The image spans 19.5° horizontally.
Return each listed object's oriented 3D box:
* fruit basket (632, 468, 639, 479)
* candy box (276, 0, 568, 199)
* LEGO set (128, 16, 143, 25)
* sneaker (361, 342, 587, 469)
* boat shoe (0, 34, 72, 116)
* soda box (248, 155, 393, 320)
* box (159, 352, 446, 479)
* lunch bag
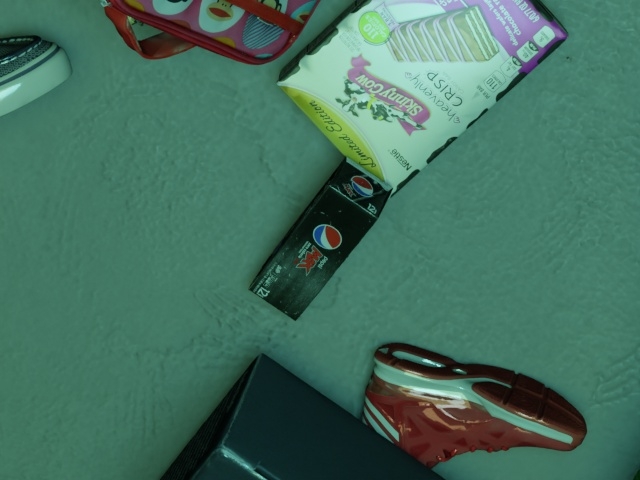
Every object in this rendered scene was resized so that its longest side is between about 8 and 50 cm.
[{"bbox_3d":[0.459,0.303,1.713,0.392,0.392,0.283,29,103,-4],"label":"fruit basket"},{"bbox_3d":[0.095,-0.175,1.765,0.233,0.071,0.159,-43,99,12],"label":"candy box"},{"bbox_3d":[-0.181,-0.245,1.785,0.054,0.023,0.083,-10,103,5],"label":"LEGO set"},{"bbox_3d":[0.145,0.192,1.856,0.221,0.087,0.128,21,112,10],"label":"sneaker"},{"bbox_3d":[-0.417,-0.173,1.759,0.341,0.127,0.158,-15,110,7],"label":"boat shoe"},{"bbox_3d":[0.000,0.000,1.785,0.060,0.053,0.169,34,131,-5],"label":"soda box"},{"bbox_3d":[-0.066,0.365,1.801,0.293,0.212,0.395,36,112,-6],"label":"box"},{"bbox_3d":[-0.097,-0.273,1.643,0.120,0.293,0.258,41,103,29],"label":"lunch bag"}]
